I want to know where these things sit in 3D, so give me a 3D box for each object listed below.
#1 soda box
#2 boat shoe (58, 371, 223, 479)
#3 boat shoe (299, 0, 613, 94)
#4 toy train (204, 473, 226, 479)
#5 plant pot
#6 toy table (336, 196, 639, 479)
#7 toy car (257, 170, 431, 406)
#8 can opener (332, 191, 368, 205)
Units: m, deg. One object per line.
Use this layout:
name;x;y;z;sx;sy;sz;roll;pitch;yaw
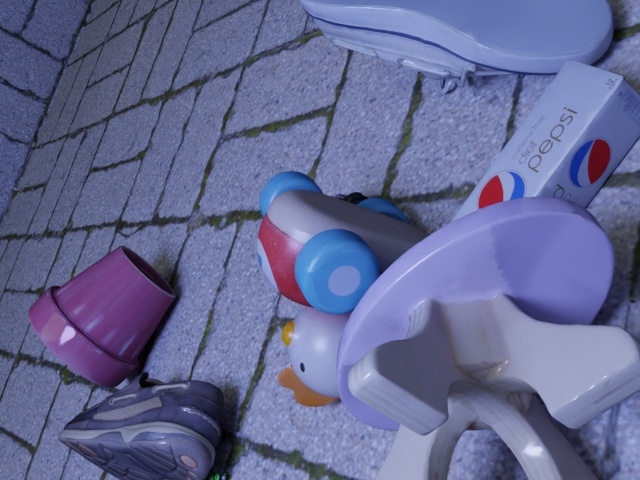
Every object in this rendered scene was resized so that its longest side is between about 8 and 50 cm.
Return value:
soda box;0.213;-0.059;0.656;0.216;0.069;0.074;-55;36;10
boat shoe;-0.253;0.272;0.998;0.355;0.132;0.130;-13;38;42
boat shoe;0.148;-0.239;0.802;0.367;0.156;0.135;16;75;24
toy train;-0.153;0.326;0.910;0.083;0.017;0.023;-25;61;40
plant pot;-0.354;0.116;1.159;0.180;0.201;0.201;-46;36;-3
toy table;0.124;0.108;0.536;0.274;0.252;0.161;-57;18;29
toy car;0.010;0.081;0.725;0.238;0.210;0.219;-68;23;15
can opener;0.000;0.000;0.889;0.186;0.059;0.073;-34;45;33
